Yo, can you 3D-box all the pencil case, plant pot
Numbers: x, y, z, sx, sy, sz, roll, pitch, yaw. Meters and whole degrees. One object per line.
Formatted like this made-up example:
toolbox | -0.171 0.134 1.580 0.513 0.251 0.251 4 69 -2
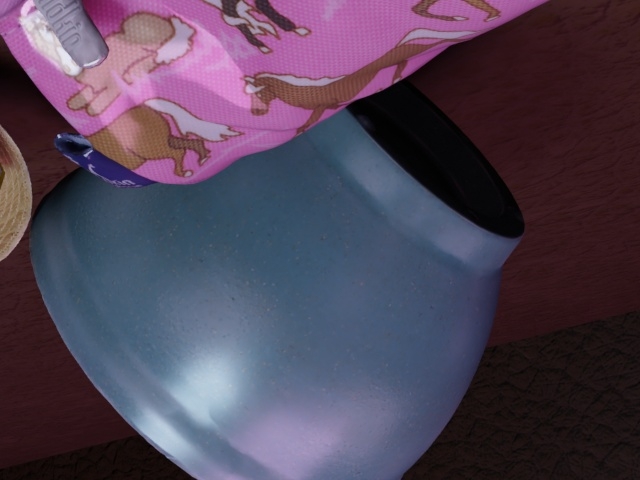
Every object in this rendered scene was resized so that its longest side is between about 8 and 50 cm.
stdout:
pencil case | 0.054 -0.143 0.376 0.386 0.167 0.160 -20 126 34
plant pot | 0.000 0.000 0.732 0.196 0.293 0.293 -46 152 21

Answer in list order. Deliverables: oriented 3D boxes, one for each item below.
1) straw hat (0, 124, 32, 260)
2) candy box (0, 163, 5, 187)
straw hat | -0.235 -0.052 0.707 0.144 0.061 0.144 0 123 0
candy box | -0.291 -0.050 0.653 0.205 0.027 0.105 -12 125 8
